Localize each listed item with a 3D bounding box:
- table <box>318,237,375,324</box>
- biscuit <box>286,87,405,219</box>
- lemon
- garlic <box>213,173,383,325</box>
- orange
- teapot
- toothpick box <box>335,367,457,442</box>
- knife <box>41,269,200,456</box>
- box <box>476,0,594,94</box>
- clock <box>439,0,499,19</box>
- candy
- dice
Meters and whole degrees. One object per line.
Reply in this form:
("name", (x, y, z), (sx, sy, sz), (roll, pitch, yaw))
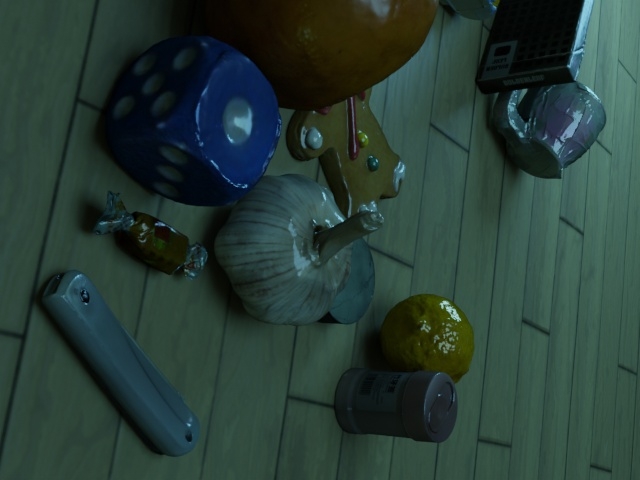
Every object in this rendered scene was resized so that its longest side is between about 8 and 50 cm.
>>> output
("table", (0.023, 0.051, 1.338), (0.133, 0.043, 0.133), (3, 87, -54))
("biscuit", (0.031, -0.173, 1.358), (0.216, 0.047, 0.340), (-52, 128, -43))
("lemon", (0.165, 0.157, 1.445), (0.187, 0.142, 0.142), (59, 44, -52))
("garlic", (0.000, 0.000, 1.156), (0.199, 0.226, 0.199), (16, 68, -44))
("orange", (0.003, -0.279, 1.123), (0.284, 0.284, 0.226), (-42, 107, -46))
("teapot", (0.434, -0.226, 1.811), (0.178, 0.163, 0.221), (-54, 141, -22))
("toothpick box", (0.108, 0.233, 1.356), (0.098, 0.149, 0.098), (5, 84, -54))
("knife", (-0.209, 0.135, 1.025), (0.265, 0.040, 0.073), (59, 34, -33))
("box", (0.414, -0.418, 1.778), (0.047, 0.180, 0.325), (47, 52, -42))
("clock", (0.251, -0.476, 1.625), (0.231, 0.103, 0.144), (30, 63, -52))
("candy", (-0.189, -0.001, 1.051), (0.182, 0.046, 0.053), (39, 55, -52))
("dice", (-0.137, -0.129, 1.043), (0.146, 0.146, 0.143), (47, 54, -43))
